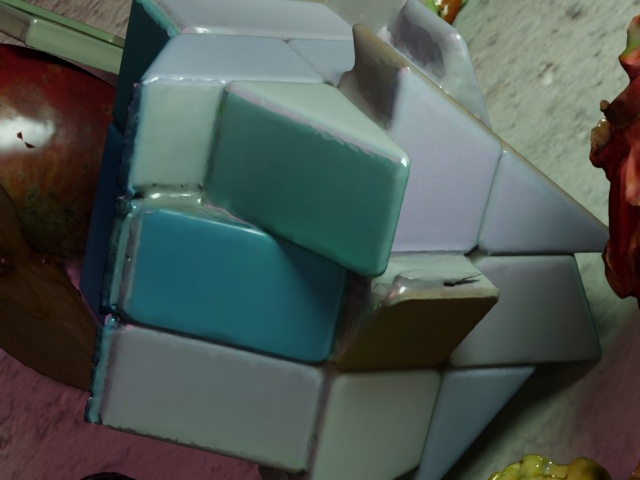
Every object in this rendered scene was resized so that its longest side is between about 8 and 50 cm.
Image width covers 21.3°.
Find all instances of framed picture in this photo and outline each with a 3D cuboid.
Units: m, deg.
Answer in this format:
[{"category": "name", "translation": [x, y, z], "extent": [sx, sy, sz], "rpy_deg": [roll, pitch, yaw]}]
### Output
[{"category": "framed picture", "translation": [-0.242, -0.202, 1.717], "extent": [0.446, 0.326, 0.028], "rpy_deg": [28, 99, 53]}]

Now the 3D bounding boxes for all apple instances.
[{"category": "apple", "translation": [-0.273, -0.008, 1.590], "extent": [0.365, 0.295, 0.328], "rpy_deg": [159, 110, -63]}]

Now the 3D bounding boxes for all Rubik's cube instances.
[{"category": "Rubik's cube", "translation": [0.000, 0.000, 1.274], "extent": [0.358, 0.368, 0.387], "rpy_deg": [-129, 45, -52]}]

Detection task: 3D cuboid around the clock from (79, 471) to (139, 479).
[{"category": "clock", "translation": [-0.203, 0.291, 1.502], "extent": [0.184, 0.040, 0.184], "rpy_deg": [-27, 44, 29]}]

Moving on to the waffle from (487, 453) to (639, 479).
[{"category": "waffle", "translation": [0.130, 0.267, 1.107], "extent": [0.312, 0.060, 0.307], "rpy_deg": [-18, 42, 20]}]

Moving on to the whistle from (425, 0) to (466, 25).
[{"category": "whistle", "translation": [0.068, -0.217, 1.572], "extent": [0.131, 0.106, 0.288], "rpy_deg": [12, 71, 53]}]

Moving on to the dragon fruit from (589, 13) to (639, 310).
[{"category": "dragon fruit", "translation": [0.305, -0.017, 1.025], "extent": [0.277, 0.277, 0.342], "rpy_deg": [-30, 80, 27]}]
